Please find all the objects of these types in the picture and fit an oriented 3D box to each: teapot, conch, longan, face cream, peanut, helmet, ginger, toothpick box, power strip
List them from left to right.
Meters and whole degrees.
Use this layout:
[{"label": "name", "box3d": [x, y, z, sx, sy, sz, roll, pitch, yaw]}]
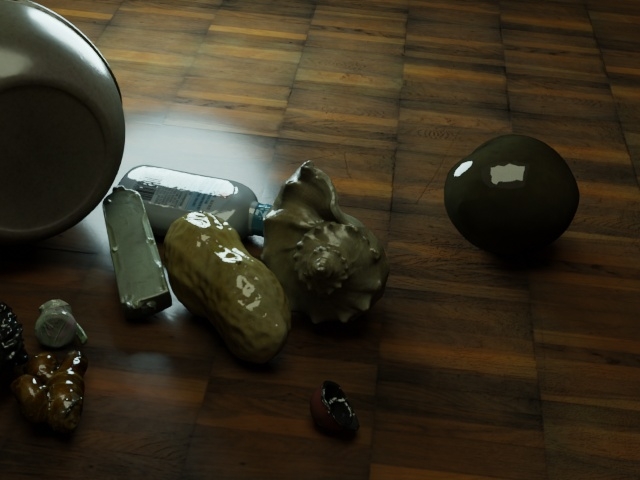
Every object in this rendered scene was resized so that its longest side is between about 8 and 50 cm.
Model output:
[{"label": "toothpick box", "box3d": [-0.559, -0.224, 1.882, 0.409, 0.409, 0.425, -13, 32, -25]}, {"label": "ginger", "box3d": [-0.385, 0.212, 1.549, 0.103, 0.073, 0.162, 13, 25, -12]}, {"label": "teapot", "box3d": [-0.400, 0.130, 1.689, 0.083, 0.064, 0.064, 28, 16, -25]}, {"label": "power strip", "box3d": [-0.312, 0.016, 1.822, 0.080, 0.048, 0.286, -14, 49, -10]}, {"label": "face cream", "box3d": [-0.200, -0.055, 1.968, 0.337, 0.080, 0.163, 11, 39, 9]}, {"label": "peanut", "box3d": [-0.147, 0.072, 1.726, 0.149, 0.149, 0.313, -19, 43, -32]}, {"label": "conch", "box3d": [-0.010, 0.003, 1.785, 0.186, 0.263, 0.324, -16, 6, -9]}, {"label": "helmet", "box3d": [0.013, 0.247, 1.562, 0.065, 0.049, 0.084, 16, 41, -56]}, {"label": "longan", "box3d": [0.336, -0.082, 1.958, 0.246, 0.215, 0.246, 15, 12, -3]}]

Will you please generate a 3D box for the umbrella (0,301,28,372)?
[{"label": "umbrella", "box3d": [-0.573, 0.190, 1.519, 0.337, 0.128, 0.154, -22, 21, -25]}]
